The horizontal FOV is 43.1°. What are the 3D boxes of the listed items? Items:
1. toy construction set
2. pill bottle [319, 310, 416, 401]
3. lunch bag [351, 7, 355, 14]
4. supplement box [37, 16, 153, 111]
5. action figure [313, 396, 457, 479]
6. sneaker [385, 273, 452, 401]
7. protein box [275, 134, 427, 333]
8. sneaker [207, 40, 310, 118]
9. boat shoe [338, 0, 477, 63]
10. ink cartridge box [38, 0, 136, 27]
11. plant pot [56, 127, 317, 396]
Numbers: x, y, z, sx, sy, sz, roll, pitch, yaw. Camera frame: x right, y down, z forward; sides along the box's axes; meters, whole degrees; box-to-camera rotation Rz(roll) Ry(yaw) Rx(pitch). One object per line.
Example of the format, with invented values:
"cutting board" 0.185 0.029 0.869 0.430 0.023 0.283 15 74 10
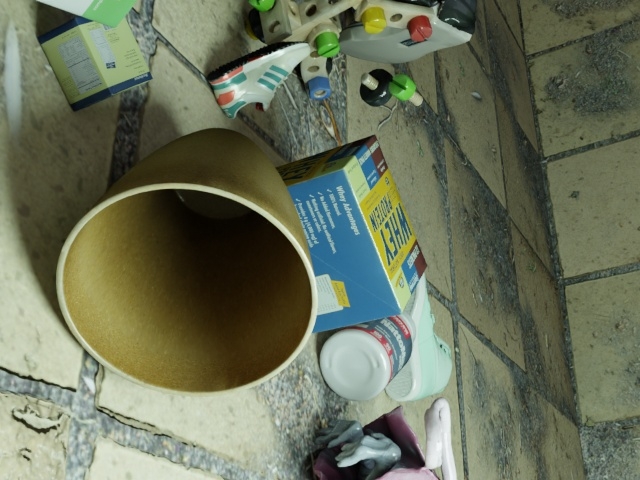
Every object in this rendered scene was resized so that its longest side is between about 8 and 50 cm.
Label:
"toy construction set" 0.021 -0.382 1.231 0.237 0.257 0.309 23 75 -47
"pill bottle" 0.081 0.161 1.226 0.180 0.107 0.108 -29 102 -63
"lunch bag" 0.092 -0.523 1.634 0.151 0.096 0.129 -49 123 -42
"supplement box" -0.236 -0.193 0.859 0.083 0.056 0.083 67 28 -14
"action figure" 0.144 0.392 1.073 0.370 0.275 0.248 57 23 -4
"sneaker" 0.166 0.148 1.408 0.151 0.094 0.256 13 74 -54
"protein box" 0.000 0.000 1.050 0.200 0.201 0.136 67 28 -15
"sneaker" -0.078 -0.224 1.128 0.161 0.057 0.075 -30 118 -26
"boat shoe" 0.154 -0.410 1.403 0.127 0.340 0.158 15 85 -33
"ink cartridge box" -0.277 -0.304 0.742 0.160 0.092 0.219 53 21 18
"plant pot" -0.117 -0.012 0.840 0.237 0.237 0.254 59 17 -27
